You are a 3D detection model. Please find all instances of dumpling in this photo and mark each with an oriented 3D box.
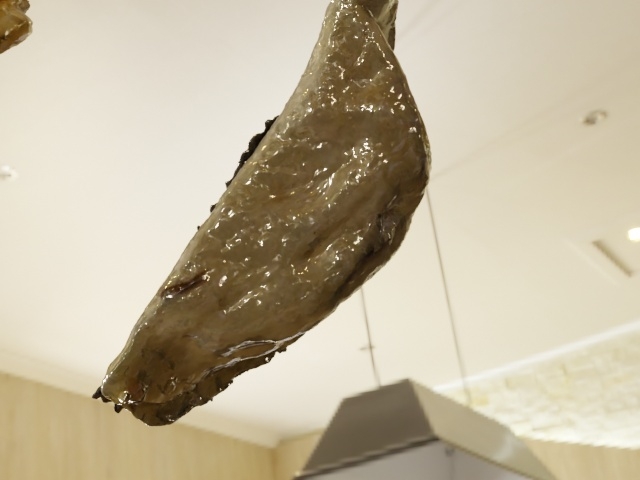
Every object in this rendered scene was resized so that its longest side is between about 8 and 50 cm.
[{"bbox_3d":[0.000,0.000,0.717,0.166,0.332,0.086,37,-6,-41],"label":"dumpling"}]

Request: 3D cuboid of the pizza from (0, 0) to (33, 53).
[{"bbox_3d":[-0.502,-0.297,1.144,0.392,0.080,0.435,32,-78,-32],"label":"pizza"}]
